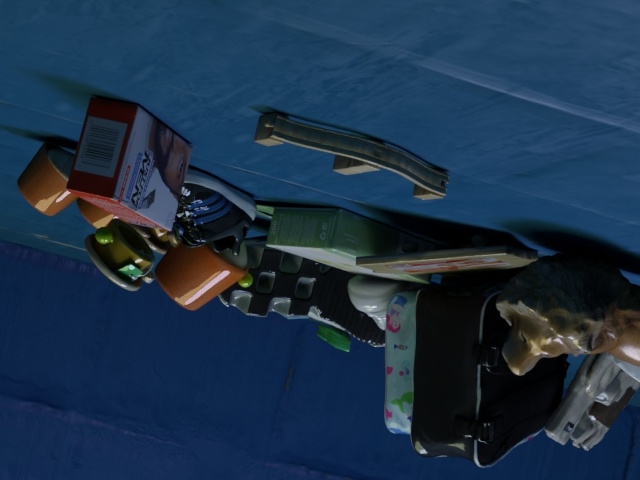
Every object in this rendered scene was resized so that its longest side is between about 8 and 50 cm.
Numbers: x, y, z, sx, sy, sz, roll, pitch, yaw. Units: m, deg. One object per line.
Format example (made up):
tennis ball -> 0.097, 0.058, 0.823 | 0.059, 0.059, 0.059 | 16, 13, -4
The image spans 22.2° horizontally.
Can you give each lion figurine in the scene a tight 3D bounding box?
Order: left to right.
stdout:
lion figurine -> 0.357, 0.106, 1.755 | 0.392, 0.142, 0.240 | 14, 176, -13

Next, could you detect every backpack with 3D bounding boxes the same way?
backpack -> 0.198, 0.146, 1.996 | 0.191, 0.225, 0.253 | 9, -165, 38

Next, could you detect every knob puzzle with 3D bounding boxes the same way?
knob puzzle -> 0.150, 0.016, 1.832 | 0.213, 0.030, 0.213 | -3, 173, 0

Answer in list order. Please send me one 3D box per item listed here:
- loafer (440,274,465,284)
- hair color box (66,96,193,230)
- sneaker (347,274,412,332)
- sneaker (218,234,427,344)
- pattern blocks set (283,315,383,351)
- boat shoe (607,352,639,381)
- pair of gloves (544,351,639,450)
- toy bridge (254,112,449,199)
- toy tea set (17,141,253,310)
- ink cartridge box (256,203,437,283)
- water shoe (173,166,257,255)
loafer -> 0.187, 0.066, 2.179 | 0.061, 0.062, 0.170 | 54, 173, -8
hair color box -> -0.180, -0.071, 1.568 | 0.053, 0.093, 0.167 | 12, 174, 14
sneaker -> 0.086, 0.080, 2.064 | 0.080, 0.094, 0.212 | -4, -173, 12
sneaker -> -0.004, 0.049, 2.217 | 0.330, 0.122, 0.146 | 16, -169, -24
pattern blocks set -> 0.102, 0.111, 2.365 | 0.285, 0.026, 0.325 | 26, -160, 37
boat shoe -> 0.490, 0.165, 1.954 | 0.301, 0.102, 0.108 | 32, -156, -9
pair of gloves -> 0.367, 0.175, 2.089 | 0.042, 0.204, 0.240 | 36, -175, 26
toy bridge -> 0.033, -0.072, 1.403 | 0.188, 0.026, 0.063 | 18, 170, -28
toy tea set -> -0.207, -0.034, 1.949 | 0.200, 0.124, 0.336 | 52, -167, 25
ink cartridge box -> 0.000, 0.000, 1.969 | 0.171, 0.056, 0.235 | 19, 170, -41
water shoe -> -0.142, -0.033, 1.856 | 0.073, 0.080, 0.203 | 8, 171, 37
